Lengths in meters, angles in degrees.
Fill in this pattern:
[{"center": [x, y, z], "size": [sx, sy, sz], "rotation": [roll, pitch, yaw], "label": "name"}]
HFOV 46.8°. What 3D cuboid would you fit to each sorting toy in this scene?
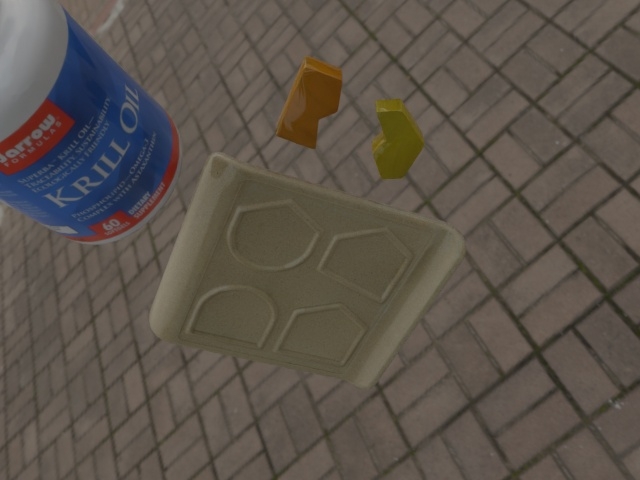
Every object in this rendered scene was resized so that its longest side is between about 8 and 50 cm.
[{"center": [0.000, 0.000, 0.632], "size": [0.041, 0.229, 0.307], "rotation": [-90, 23, -51], "label": "sorting toy"}]

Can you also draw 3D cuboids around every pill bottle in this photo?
[{"center": [-0.191, -0.090, 0.465], "size": [0.124, 0.221, 0.124], "rotation": [-7, 67, 18], "label": "pill bottle"}]
